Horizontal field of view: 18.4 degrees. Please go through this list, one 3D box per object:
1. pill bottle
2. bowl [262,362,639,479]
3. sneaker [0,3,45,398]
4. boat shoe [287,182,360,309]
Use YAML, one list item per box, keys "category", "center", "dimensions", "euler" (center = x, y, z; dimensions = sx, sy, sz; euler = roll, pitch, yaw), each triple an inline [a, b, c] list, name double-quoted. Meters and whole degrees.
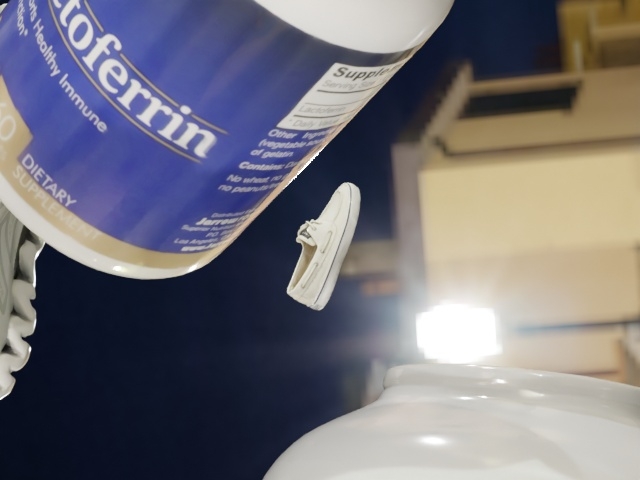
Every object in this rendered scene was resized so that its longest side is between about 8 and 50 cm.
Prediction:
- category: "pill bottle"
  center: [-0.034, -0.113, 0.862]
  dimensions: [0.153, 0.265, 0.153]
  euler: [24, -138, -24]
- category: "bowl"
  center: [0.093, 0.136, 0.969]
  dimensions: [0.298, 0.297, 0.134]
  euler: [34, -119, -70]
- category: "sneaker"
  center: [-0.215, -0.007, 1.168]
  dimensions: [0.118, 0.110, 0.292]
  euler: [48, -123, -50]
- category: "boat shoe"
  center: [0.000, 0.000, 1.469]
  dimensions: [0.035, 0.035, 0.100]
  euler: [-9, 59, 66]
